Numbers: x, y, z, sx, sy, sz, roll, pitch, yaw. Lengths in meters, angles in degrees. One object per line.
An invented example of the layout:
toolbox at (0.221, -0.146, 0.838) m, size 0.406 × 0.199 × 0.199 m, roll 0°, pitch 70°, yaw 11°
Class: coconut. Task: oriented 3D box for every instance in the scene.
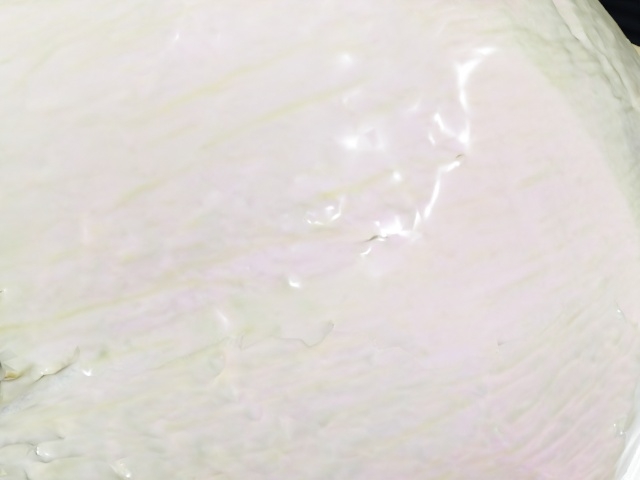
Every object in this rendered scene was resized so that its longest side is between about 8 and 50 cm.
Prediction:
coconut at (0.000, 0.000, 0.631) m, size 0.404 × 0.405 × 0.404 m, roll -39°, pitch 143°, yaw -39°
